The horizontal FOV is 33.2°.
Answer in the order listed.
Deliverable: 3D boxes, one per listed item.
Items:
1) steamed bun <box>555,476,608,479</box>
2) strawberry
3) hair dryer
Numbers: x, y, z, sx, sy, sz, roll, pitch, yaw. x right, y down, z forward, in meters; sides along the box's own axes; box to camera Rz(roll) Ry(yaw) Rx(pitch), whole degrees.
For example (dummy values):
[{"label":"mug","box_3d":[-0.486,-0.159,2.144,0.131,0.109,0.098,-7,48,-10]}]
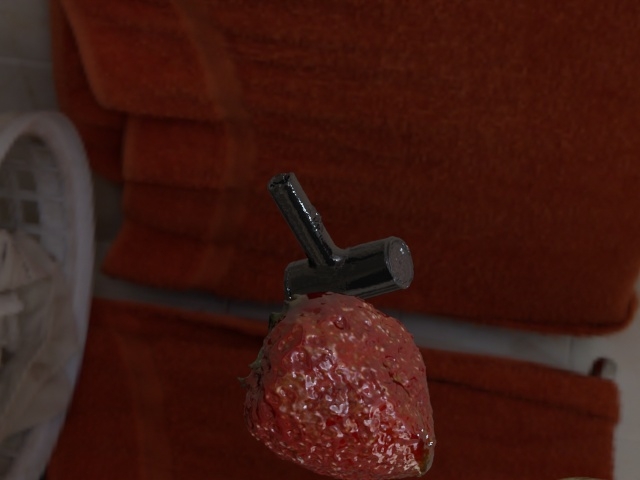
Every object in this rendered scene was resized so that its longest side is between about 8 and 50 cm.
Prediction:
[{"label":"steamed bun","box_3d":[0.360,0.486,1.405,0.325,0.230,0.372,-28,-148,55]},{"label":"strawberry","box_3d":[0.037,0.210,1.420,0.257,0.277,0.257,-43,152,-29]},{"label":"hair dryer","box_3d":[0.000,0.000,1.592,0.251,0.197,0.089,55,35,-32]}]
